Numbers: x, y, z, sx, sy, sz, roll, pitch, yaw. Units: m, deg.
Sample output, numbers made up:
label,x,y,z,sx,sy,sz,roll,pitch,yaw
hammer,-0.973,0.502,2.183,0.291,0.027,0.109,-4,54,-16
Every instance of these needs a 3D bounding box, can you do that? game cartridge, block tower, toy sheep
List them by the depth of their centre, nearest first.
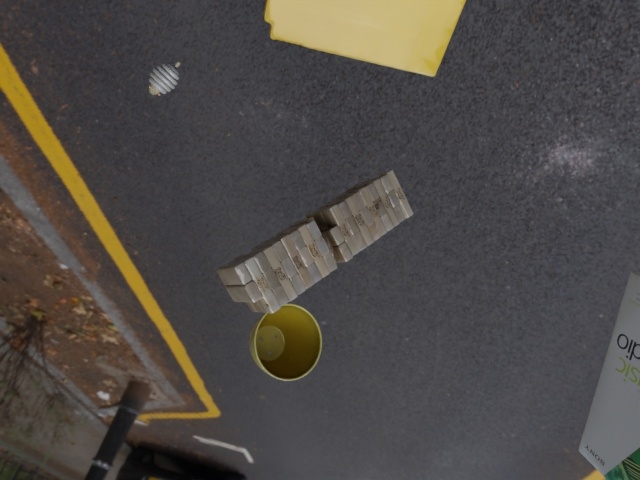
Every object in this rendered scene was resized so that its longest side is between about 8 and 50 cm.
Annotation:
label,x,y,z,sx,sy,sz,roll,pitch,yaw
game cartridge,0.087,-0.436,0.800,0.323,0.053,0.286,9,127,-13
block tower,0.000,0.000,0.828,0.097,0.335,0.091,-9,111,60
toy sheep,-0.478,-0.500,1.536,0.091,0.091,0.132,38,96,-27

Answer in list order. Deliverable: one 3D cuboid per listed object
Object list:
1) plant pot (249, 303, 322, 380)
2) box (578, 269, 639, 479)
label,x,y,z,sx,sy,sz,roll,pitch,yaw
plant pot,-0.078,0.188,0.928,0.134,0.134,0.095,32,155,-20
box,0.482,0.230,0.673,0.058,0.232,0.322,0,108,-13
